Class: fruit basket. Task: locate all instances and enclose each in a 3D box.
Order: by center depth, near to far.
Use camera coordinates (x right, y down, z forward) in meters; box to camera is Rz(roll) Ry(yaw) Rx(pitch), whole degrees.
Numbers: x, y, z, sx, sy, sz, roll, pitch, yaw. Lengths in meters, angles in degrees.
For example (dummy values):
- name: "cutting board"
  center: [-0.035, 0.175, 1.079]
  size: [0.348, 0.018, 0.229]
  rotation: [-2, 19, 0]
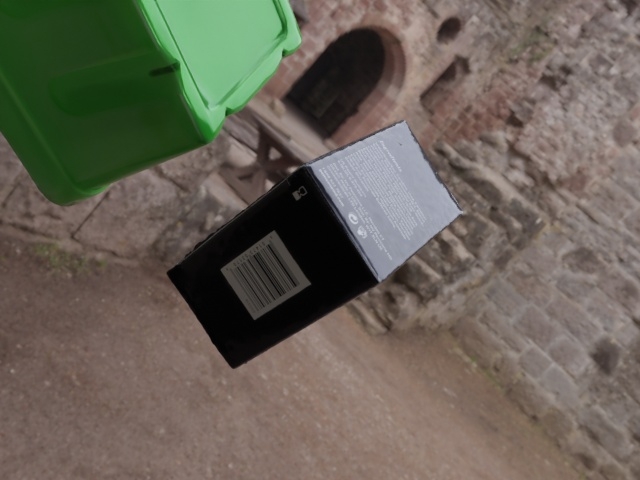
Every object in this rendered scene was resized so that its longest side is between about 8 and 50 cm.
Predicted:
- name: "fruit basket"
  center: [-0.236, -0.245, 0.630]
  size: [0.392, 0.392, 0.283]
  rotation: [40, 50, -8]

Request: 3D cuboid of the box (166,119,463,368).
- name: "box"
  center: [0.000, 0.000, 0.565]
  size: [0.093, 0.156, 0.158]
  rotation: [56, 36, 0]
